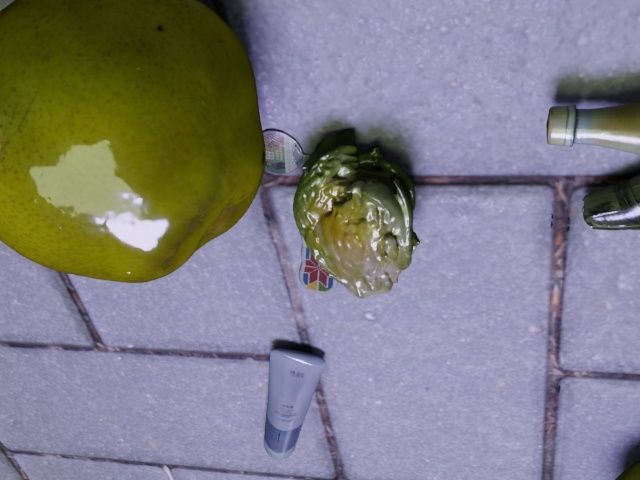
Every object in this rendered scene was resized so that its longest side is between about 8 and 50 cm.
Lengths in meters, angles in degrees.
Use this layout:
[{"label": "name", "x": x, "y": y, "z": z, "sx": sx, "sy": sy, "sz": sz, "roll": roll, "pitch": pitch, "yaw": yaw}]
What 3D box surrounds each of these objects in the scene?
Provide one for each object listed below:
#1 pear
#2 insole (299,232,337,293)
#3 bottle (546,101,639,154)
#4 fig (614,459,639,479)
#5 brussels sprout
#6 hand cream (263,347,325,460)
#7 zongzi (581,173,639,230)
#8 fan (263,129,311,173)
[{"label": "pear", "x": -0.198, "y": -0.108, "z": 0.762, "sx": 0.294, "sy": 0.294, "sz": 0.294, "roll": 8, "pitch": 135, "yaw": 8}, {"label": "insole", "x": 0.000, "y": 0.000, "z": 0.991, "sx": 0.065, "sy": 0.006, "sz": 0.193, "roll": 10, "pitch": 134, "yaw": 6}, {"label": "bottle", "x": 0.349, "y": -0.102, "z": 0.745, "sx": 0.270, "sy": 0.083, "sz": 0.083, "roll": 2, "pitch": 134, "yaw": 13}, {"label": "fig", "x": 0.531, "y": 0.430, "z": 1.102, "sx": 0.258, "sy": 0.258, "sz": 0.326, "roll": -21, "pitch": 138, "yaw": 31}, {"label": "brussels sprout", "x": 0.042, "y": -0.024, "z": 0.893, "sx": 0.139, "sy": 0.100, "sz": 0.181, "roll": -2, "pitch": 133, "yaw": 21}, {"label": "hand cream", "x": -0.050, "y": 0.248, "z": 1.218, "sx": 0.079, "sy": 0.048, "sz": 0.255, "roll": 10, "pitch": 133, "yaw": -2}, {"label": "zongzi", "x": 0.345, "y": -0.025, "z": 0.852, "sx": 0.104, "sy": 0.052, "sz": 0.113, "roll": -20, "pitch": 139, "yaw": 40}, {"label": "fan", "x": -0.038, "y": -0.093, "z": 0.913, "sx": 0.080, "sy": 0.003, "sz": 0.060, "roll": 27, "pitch": 134, "yaw": -11}]
